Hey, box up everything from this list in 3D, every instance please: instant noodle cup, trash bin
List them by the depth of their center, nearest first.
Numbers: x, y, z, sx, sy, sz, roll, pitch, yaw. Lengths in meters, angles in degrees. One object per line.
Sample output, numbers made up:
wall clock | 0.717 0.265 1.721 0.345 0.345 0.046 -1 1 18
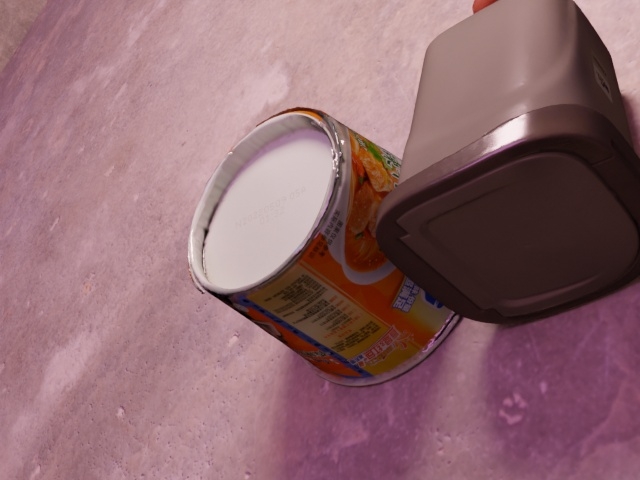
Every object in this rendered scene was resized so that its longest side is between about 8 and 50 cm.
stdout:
trash bin | 0.190 -0.089 0.708 0.219 0.220 0.250 -21 43 35
instant noodle cup | 0.000 0.000 0.833 0.296 0.214 0.296 -26 49 34

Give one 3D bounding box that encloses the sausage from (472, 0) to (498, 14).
sausage | 0.234 -0.303 0.917 0.094 0.059 0.054 -36 30 32
